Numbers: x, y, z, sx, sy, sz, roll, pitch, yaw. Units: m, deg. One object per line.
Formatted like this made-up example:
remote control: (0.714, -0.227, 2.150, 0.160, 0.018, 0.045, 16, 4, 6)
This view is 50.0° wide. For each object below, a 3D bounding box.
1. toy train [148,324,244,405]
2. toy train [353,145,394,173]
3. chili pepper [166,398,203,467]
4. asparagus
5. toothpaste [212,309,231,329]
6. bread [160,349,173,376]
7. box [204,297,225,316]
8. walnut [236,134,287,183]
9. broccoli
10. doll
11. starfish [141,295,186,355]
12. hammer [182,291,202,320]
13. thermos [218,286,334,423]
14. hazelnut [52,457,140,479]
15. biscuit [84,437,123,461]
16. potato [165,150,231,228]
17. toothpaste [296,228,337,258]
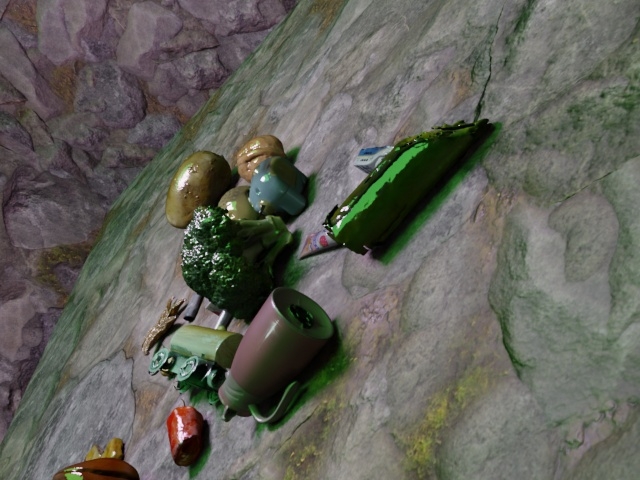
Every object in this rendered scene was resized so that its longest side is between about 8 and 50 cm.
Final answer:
toy train: (-0.296, 0.278, 1.651, 0.307, 0.126, 0.189, -2, 59, 54)
toy train: (0.133, -0.177, 1.526, 0.051, 0.052, 0.234, -59, 14, -1)
chili pepper: (-0.310, 0.423, 1.571, 0.086, 0.084, 0.192, -35, 32, 3)
asparagus: (0.167, -0.127, 1.371, 0.382, 0.108, 0.128, -47, 57, 11)
toothpaste: (-0.275, 0.247, 1.795, 0.045, 0.028, 0.170, 11, 70, 56)
bread: (-0.424, 0.346, 1.929, 0.049, 0.033, 0.088, -28, 37, 20)
box: (-0.296, 0.136, 1.939, 0.039, 0.055, 0.218, -50, 25, 14)
walnut: (-0.178, -0.244, 2.114, 0.167, 0.149, 0.166, -7, 77, 32)
broccoli: (-0.217, 0.029, 1.727, 0.283, 0.303, 0.321, -30, 20, -20)
doll: (-0.172, -0.102, 1.895, 0.261, 0.161, 0.177, -38, 31, 27)
starfish: (-0.491, 0.260, 2.147, 0.227, 0.043, 0.240, -36, 27, 31)
hammer: (-0.330, 0.056, 2.119, 0.152, 0.044, 0.427, -26, 38, 48)
thermos: (-0.098, 0.246, 1.368, 0.265, 0.146, 0.176, -55, 49, 19)
hazelnut: (-0.527, 0.596, 1.593, 0.208, 0.208, 0.208, -41, 28, 27)
biscuit: (-0.610, 0.611, 1.924, 0.183, 0.039, 0.174, -48, 23, 13)
potato: (-0.435, -0.178, 2.427, 0.307, 0.173, 0.210, -62, -11, 0)
toothpaste: (0.000, 0.000, 1.605, 0.194, 0.043, 0.067, -20, 44, 60)
